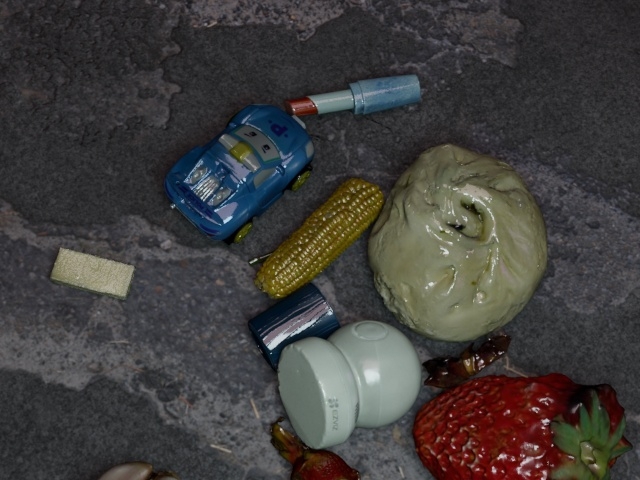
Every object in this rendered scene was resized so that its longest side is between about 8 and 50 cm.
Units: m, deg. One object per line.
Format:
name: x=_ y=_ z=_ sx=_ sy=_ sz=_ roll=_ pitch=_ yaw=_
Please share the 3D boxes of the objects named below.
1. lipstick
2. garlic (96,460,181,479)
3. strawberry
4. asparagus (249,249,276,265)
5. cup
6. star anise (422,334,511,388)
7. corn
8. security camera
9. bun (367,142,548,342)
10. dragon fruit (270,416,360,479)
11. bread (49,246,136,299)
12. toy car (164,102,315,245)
lipstick: x=0.064 y=-0.287 z=1.876 sx=0.274 sy=0.061 sz=0.068 roll=-11 pitch=68 yaw=-9
garlic: x=-0.290 y=0.466 z=1.510 sx=0.214 sy=0.160 sz=0.191 roll=35 pitch=76 yaw=13
strawberry: x=0.338 y=0.362 z=1.561 sx=0.291 sy=0.310 sz=0.292 roll=7 pitch=77 yaw=-31
asparagus: x=-0.064 y=0.010 z=1.777 sx=0.162 sy=0.016 sz=0.016 roll=-27 pitch=54 yaw=-12
cup: x=-0.040 y=0.173 z=1.664 sx=0.138 sy=0.113 sz=0.150 roll=-30 pitch=72 yaw=-12
star anise: x=0.249 y=0.222 z=1.651 sx=0.212 sy=0.157 sz=0.054 roll=-23 pitch=86 yaw=-19
corn: x=0.003 y=0.000 z=1.735 sx=0.102 sy=0.102 sz=0.313 roll=40 pitch=70 yaw=11
security camera: x=0.066 y=0.239 z=1.591 sx=0.236 sy=0.194 sz=0.195 roll=-14 pitch=70 yaw=-25
bun: x=0.259 y=0.005 z=1.691 sx=0.326 sy=0.234 sz=0.362 roll=18 pitch=75 yaw=-3
dragon fruit: x=-0.016 y=0.401 z=1.583 sx=0.125 sy=0.125 sz=0.246 roll=-15 pitch=47 yaw=-37
bread: x=-0.425 y=0.062 z=1.727 sx=0.153 sy=0.028 sz=0.068 roll=13 pitch=69 yaw=0
toy car: x=-0.148 y=-0.145 z=1.757 sx=0.198 sy=0.166 sz=0.314 roll=45 pitch=72 yaw=9
